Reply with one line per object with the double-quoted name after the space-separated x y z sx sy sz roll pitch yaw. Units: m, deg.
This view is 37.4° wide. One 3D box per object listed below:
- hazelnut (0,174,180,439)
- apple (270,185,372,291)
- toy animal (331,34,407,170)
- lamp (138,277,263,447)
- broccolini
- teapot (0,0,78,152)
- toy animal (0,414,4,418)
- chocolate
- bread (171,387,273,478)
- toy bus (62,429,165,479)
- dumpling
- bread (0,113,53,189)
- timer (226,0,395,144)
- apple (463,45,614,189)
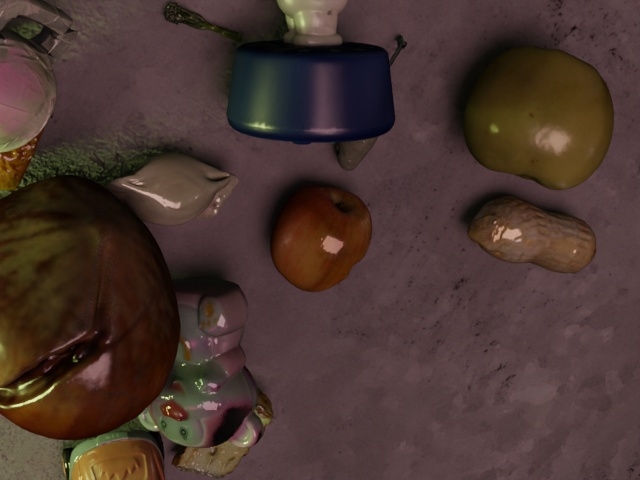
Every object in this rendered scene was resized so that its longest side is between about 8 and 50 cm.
-0.393 0.096 1.439 0.359 0.409 0.359 -19 144 -14 "hazelnut"
0.000 0.000 1.705 0.199 0.199 0.199 -10 121 -17 "apple"
0.086 -0.236 1.652 0.070 0.079 0.253 6 117 -38 "toy animal"
-0.213 0.221 1.730 0.247 0.247 0.301 4 102 16 "lamp"
-0.184 -0.343 1.509 0.140 0.035 0.030 15 115 -30 "broccolini"
-0.445 -0.232 1.292 0.221 0.163 0.178 -24 162 8 "teapot"
-0.514 0.239 1.590 0.310 0.247 0.183 -5 141 -37 "toy animal"
0.431 -0.012 1.902 0.309 0.134 0.134 9 114 -29 "chocolate"
-0.191 0.382 1.897 0.128 0.088 0.232 31 110 -24 "bread"
-0.374 0.513 1.807 0.194 0.232 0.287 -10 120 -20 "toy bus"
-0.255 -0.074 1.590 0.229 0.124 0.151 1 150 -21 "dumpling"
-0.466 -0.169 1.450 0.065 0.103 0.187 16 109 -29 "bread"
-0.010 -0.358 1.463 0.270 0.270 0.383 -5 108 -20 "timer"
0.391 -0.217 1.696 0.262 0.262 0.262 -10 121 -17 "apple"
